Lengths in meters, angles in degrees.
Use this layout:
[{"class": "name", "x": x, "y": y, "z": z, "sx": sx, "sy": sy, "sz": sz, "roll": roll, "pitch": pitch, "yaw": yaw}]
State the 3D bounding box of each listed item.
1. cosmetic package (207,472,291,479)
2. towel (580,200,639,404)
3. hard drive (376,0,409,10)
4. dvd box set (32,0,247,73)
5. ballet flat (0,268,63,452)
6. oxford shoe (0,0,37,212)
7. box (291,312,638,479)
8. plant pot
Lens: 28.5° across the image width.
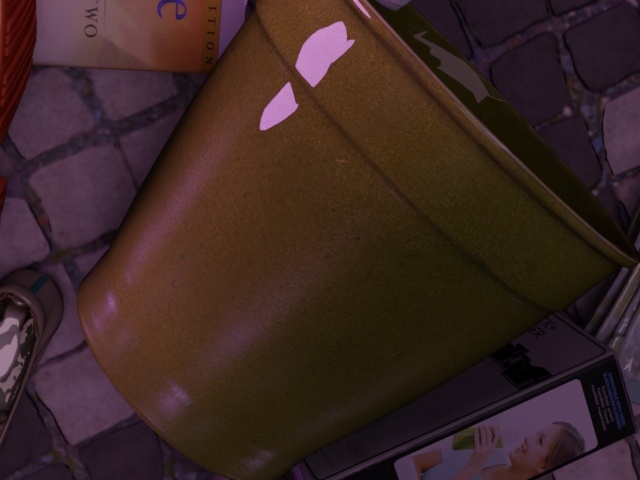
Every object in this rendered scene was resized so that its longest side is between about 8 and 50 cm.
[{"class": "cosmetic package", "x": -0.034, "y": 0.322, "z": 1.097, "sx": 0.153, "sy": 0.296, "sz": 0.129, "roll": 28, "pitch": 97, "yaw": -14}, {"class": "towel", "x": 0.465, "y": 0.043, "z": 1.238, "sx": 0.374, "sy": 0.090, "sz": 0.320, "roll": 20, "pitch": 100, "yaw": -15}, {"class": "hard drive", "x": 0.021, "y": -0.340, "z": 0.936, "sx": 0.233, "sy": 0.353, "sz": 0.047, "roll": 44, "pitch": 126, "yaw": -18}, {"class": "dvd box set", "x": -0.260, "y": -0.292, "z": 1.003, "sx": 0.420, "sy": 0.062, "sz": 0.308, "roll": 2, "pitch": 113, "yaw": -12}, {"class": "ballet flat", "x": -0.303, "y": 0.140, "z": 1.110, "sx": 0.086, "sy": 0.086, "sz": 0.248, "roll": 23, "pitch": 98, "yaw": -16}, {"class": "oxford shoe", "x": -0.308, "y": -0.098, "z": 0.986, "sx": 0.132, "sy": 0.130, "sz": 0.364, "roll": 16, "pitch": 120, "yaw": -7}, {"class": "box", "x": 0.116, "y": 0.166, "z": 1.146, "sx": 0.290, "sy": 0.169, "sz": 0.087, "roll": -22, "pitch": 109, "yaw": -8}, {"class": "plant pot", "x": 0.000, "y": 0.000, "z": 1.022, "sx": 0.366, "sy": 0.366, "sz": 0.353, "roll": 42, "pitch": 104, "yaw": -17}]
